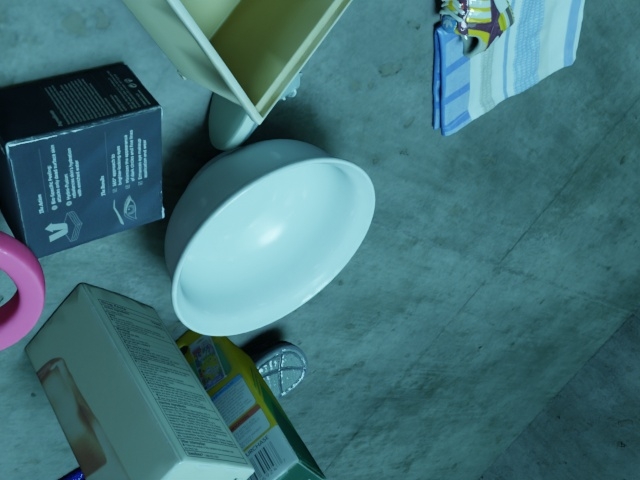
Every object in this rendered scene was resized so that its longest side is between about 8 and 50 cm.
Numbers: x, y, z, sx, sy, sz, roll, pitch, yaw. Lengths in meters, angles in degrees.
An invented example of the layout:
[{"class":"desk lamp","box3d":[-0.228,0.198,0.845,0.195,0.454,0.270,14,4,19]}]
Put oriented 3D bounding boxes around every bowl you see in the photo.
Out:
[{"class":"bowl","box3d":[-0.086,-0.025,1.000,0.297,0.134,0.298,-28,147,-20]}]

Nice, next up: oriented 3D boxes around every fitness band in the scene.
[{"class":"fitness band","box3d":[-0.423,0.052,0.763,0.290,0.054,0.209,-4,135,-17]}]

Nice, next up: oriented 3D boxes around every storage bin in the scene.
[{"class":"storage bin","box3d":[-0.073,-0.296,0.692,0.260,0.123,0.262,-54,147,-10]}]

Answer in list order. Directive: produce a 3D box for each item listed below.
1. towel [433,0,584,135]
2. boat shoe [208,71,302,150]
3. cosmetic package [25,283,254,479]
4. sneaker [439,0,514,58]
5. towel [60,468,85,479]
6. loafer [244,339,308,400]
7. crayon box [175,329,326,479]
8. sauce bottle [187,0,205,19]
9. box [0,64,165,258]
[{"class":"towel","box3d":[0.288,-0.292,1.171,0.285,0.034,0.209,-30,143,-16]},{"class":"boat shoe","box3d":[-0.052,-0.199,0.899,0.081,0.079,0.228,9,118,-44]},{"class":"cosmetic package","box3d":[-0.233,0.211,0.980,0.129,0.296,0.153,-46,144,9]},{"class":"sneaker","box3d":[0.185,-0.312,1.002,0.084,0.069,0.185,-46,134,3]},{"class":"towel","box3d":[-0.394,0.502,1.335,0.227,0.076,0.308,-30,144,-18]},{"class":"loafer","box3d":[-0.164,0.258,1.282,0.302,0.095,0.109,-28,109,-15]},{"class":"crayon box","box3d":[-0.154,0.277,1.096,0.203,0.323,0.083,-41,133,0]},{"class":"sauce bottle","box3d":[-0.137,-0.239,0.806,0.042,0.042,0.128,-33,145,-12]},{"class":"box","box3d":[-0.254,-0.083,0.815,0.158,0.093,0.156,-21,142,-29]}]
